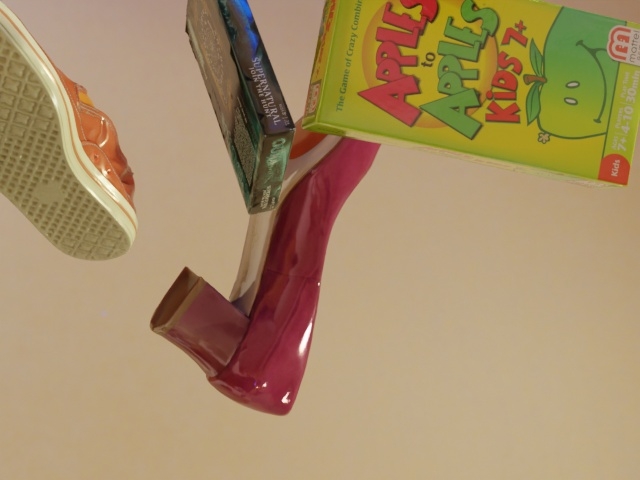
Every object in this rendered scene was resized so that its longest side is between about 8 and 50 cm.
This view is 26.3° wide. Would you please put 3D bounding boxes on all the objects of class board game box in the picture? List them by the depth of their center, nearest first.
[{"bbox_3d":[0.088,-0.090,0.761,0.043,0.181,0.092,-174,-85,-77],"label":"board game box"},{"bbox_3d":[-0.066,-0.129,1.058,0.126,0.026,0.186,107,-34,-63],"label":"board game box"}]

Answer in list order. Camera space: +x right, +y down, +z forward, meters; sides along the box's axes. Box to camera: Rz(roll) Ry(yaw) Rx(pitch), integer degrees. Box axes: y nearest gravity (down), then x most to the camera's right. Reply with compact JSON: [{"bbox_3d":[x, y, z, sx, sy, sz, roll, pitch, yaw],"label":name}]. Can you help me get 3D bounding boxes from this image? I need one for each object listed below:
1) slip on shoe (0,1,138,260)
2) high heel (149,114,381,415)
[{"bbox_3d":[-0.254,-0.108,1.225,0.331,0.123,0.101,61,25,-51],"label":"slip on shoe"},{"bbox_3d":[0.000,0.000,1.434,0.377,0.181,0.127,-49,-155,3],"label":"high heel"}]
